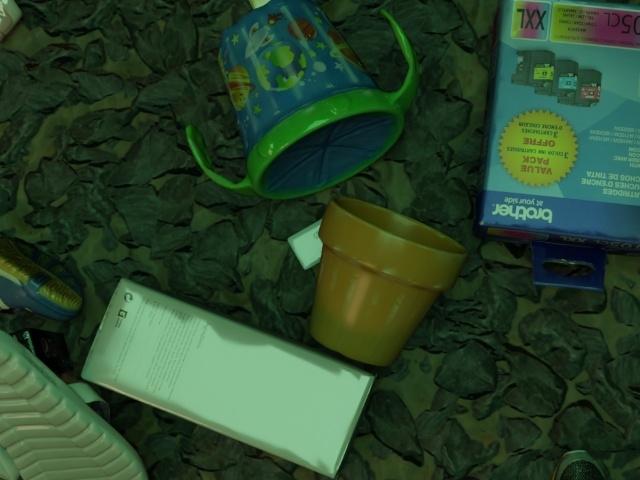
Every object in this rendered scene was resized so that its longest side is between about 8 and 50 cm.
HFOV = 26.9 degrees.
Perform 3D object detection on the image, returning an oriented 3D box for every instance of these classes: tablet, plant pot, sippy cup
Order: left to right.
[{"bbox_3d":[-0.032,-0.210,1.882,0.306,0.240,0.224,-18,70,-23],"label":"sippy cup"},{"bbox_3d":[0.000,0.000,1.951,0.083,0.006,0.054,-30,82,-1],"label":"tablet"},{"bbox_3d":[0.075,0.063,1.853,0.205,0.205,0.187,23,100,6],"label":"plant pot"}]

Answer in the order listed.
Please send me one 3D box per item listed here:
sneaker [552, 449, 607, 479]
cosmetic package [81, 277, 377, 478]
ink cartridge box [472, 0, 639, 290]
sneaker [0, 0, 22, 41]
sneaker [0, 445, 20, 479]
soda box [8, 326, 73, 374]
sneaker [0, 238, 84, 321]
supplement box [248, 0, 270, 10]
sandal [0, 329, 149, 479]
[{"bbox_3d":[0.366,0.395,1.838,0.084,0.083,0.214,-6,81,4],"label":"sneaker"},{"bbox_3d":[-0.116,0.187,1.841,0.366,0.197,0.155,22,85,8],"label":"cosmetic package"},{"bbox_3d":[0.361,-0.127,1.873,0.270,0.151,0.395,6,85,5],"label":"ink cartridge box"},{"bbox_3d":[-0.502,-0.367,2.009,0.070,0.051,0.134,-45,85,-4],"label":"sneaker"},{"bbox_3d":[-0.466,0.229,1.915,0.115,0.090,0.232,-27,93,-22],"label":"sneaker"},{"bbox_3d":[-0.400,0.159,1.875,0.053,0.169,0.060,-19,82,2],"label":"soda box"},{"bbox_3d":[-0.485,0.060,1.941,0.297,0.112,0.131,26,103,8],"label":"sneaker"},{"bbox_3d":[-0.089,-0.387,1.989,0.062,0.036,0.098,-28,82,1],"label":"supplement box"},{"bbox_3d":[-0.350,0.241,1.802,0.169,0.416,0.102,-15,40,18],"label":"sandal"}]
